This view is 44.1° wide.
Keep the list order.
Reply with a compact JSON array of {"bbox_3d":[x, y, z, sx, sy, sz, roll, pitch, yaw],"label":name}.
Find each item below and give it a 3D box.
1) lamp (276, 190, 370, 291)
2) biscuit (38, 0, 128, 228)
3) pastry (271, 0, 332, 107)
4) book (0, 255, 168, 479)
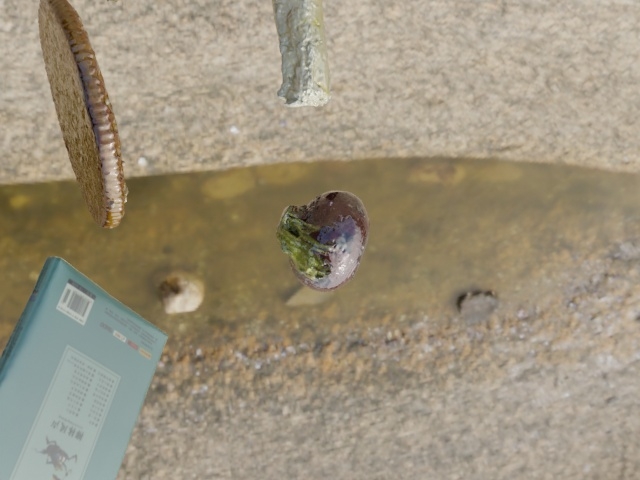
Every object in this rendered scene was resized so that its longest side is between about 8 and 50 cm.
[{"bbox_3d":[0.002,-0.005,1.178,0.135,0.156,0.157,19,161,1],"label":"lamp"},{"bbox_3d":[-0.299,-0.160,0.998,0.038,0.305,0.305,-17,143,-22],"label":"biscuit"},{"bbox_3d":[-0.034,-0.348,1.333,0.089,0.258,0.121,-4,179,9],"label":"pastry"},{"bbox_3d":[-0.363,0.248,1.125,0.031,0.379,0.264,-5,145,33],"label":"book"}]
